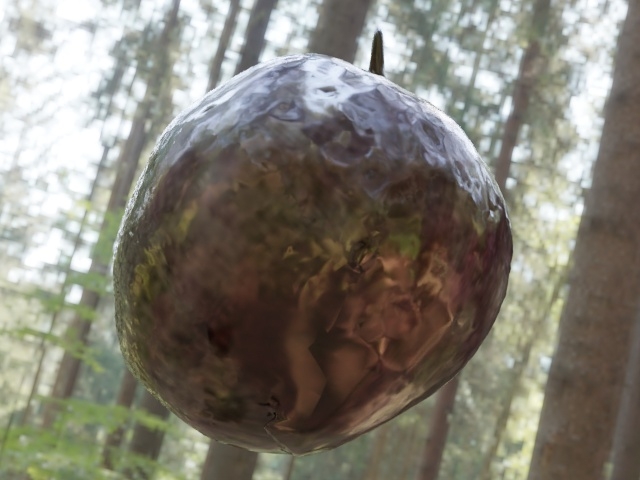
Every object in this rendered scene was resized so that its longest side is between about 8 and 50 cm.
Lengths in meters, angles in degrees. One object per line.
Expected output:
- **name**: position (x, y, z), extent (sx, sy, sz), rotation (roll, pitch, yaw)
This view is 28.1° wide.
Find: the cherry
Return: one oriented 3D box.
- **cherry**: position (-0.008, 0.007, 0.596), extent (0.195, 0.195, 0.195), rotation (13, -13, 3)
